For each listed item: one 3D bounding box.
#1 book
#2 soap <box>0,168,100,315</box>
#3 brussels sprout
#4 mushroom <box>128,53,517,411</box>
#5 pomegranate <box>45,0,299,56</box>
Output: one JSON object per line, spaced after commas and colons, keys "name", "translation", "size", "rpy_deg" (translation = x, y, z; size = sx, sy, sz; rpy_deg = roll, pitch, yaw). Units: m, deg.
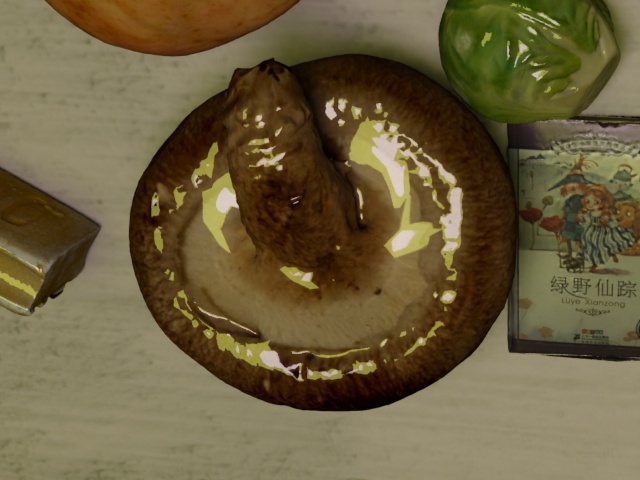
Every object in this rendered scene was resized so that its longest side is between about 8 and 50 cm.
{"name": "book", "translation": [0.247, 0.000, 1.452], "size": [0.157, 0.026, 0.231], "rpy_deg": [3, 109, 15]}
{"name": "soap", "translation": [-0.346, -0.025, 1.552], "size": [0.232, 0.140, 0.073], "rpy_deg": [29, 110, 5]}
{"name": "brussels sprout", "translation": [0.174, -0.167, 1.367], "size": [0.155, 0.117, 0.155], "rpy_deg": [4, 102, 22]}
{"name": "mushroom", "translation": [0.008, -0.006, 1.431], "size": [0.345, 0.239, 0.345], "rpy_deg": [19, 126, 29]}
{"name": "pomegranate", "translation": [-0.096, -0.319, 1.295], "size": [0.342, 0.342, 0.342], "rpy_deg": [5, 109, 14]}
